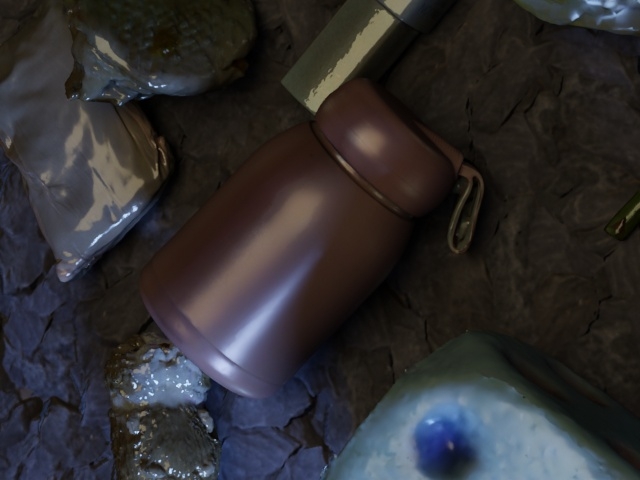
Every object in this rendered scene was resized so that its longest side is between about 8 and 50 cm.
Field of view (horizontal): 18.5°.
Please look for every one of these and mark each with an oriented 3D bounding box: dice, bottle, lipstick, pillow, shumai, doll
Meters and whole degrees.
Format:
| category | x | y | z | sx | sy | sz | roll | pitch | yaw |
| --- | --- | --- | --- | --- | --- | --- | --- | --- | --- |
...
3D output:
| category | x | y | z | sx | sy | sz | roll | pitch | yaw |
| --- | --- | --- | --- | --- | --- | --- | --- | --- | --- |
| dice | 0.161 | 0.251 | 1.628 | 0.262 | 0.268 | 0.265 | 40 | 99 | 23 |
| bottle | 0.000 | 0.000 | 1.803 | 0.206 | 0.173 | 0.297 | 42 | 101 | -8 |
| lipstick | 0.070 | -0.222 | 1.840 | 0.077 | 0.079 | 0.253 | 44 | 103 | 22 |
| pillow | -0.263 | -0.111 | 1.987 | 0.173 | 0.067 | 0.270 | -40 | 69 | 9 |
| shumai | -0.165 | -0.195 | 1.925 | 0.201 | 0.201 | 0.120 | 55 | 147 | 21 |
| doll | -0.145 | 0.194 | 1.868 | 0.115 | 0.105 | 0.221 | -34 | 65 | 57 |

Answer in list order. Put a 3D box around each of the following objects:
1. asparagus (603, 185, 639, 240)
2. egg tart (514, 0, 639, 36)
| category | x | y | z | sx | sy | sz | roll | pitch | yaw |
| --- | --- | --- | --- | --- | --- | --- | --- | --- | --- |
| asparagus | 0.342 | -0.091 | 1.724 | 0.025 | 0.024 | 0.248 | 40 | 104 | -19 |
| egg tart | 0.266 | -0.342 | 1.686 | 0.345 | 0.132 | 0.345 | 0 | 93 | 4 |
